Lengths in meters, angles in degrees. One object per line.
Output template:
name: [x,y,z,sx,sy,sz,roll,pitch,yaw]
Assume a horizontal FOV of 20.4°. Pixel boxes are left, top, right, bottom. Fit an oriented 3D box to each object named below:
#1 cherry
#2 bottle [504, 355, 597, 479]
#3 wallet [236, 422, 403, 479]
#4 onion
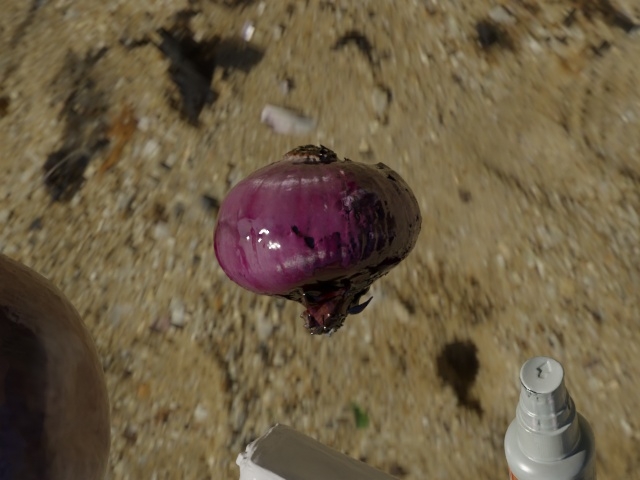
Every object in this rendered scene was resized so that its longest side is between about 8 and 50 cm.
cherry: [-0.285,0.149,1.466,0.221,0.261,0.307,10,103,9]
bottle: [0.149,0.141,1.132,0.060,0.060,0.217,-9,142,3]
wallet: [0.029,0.191,1.290,0.190,0.095,0.033,24,109,7]
onion: [0.000,0.000,0.963,0.115,0.115,0.104,-8,83,3]
